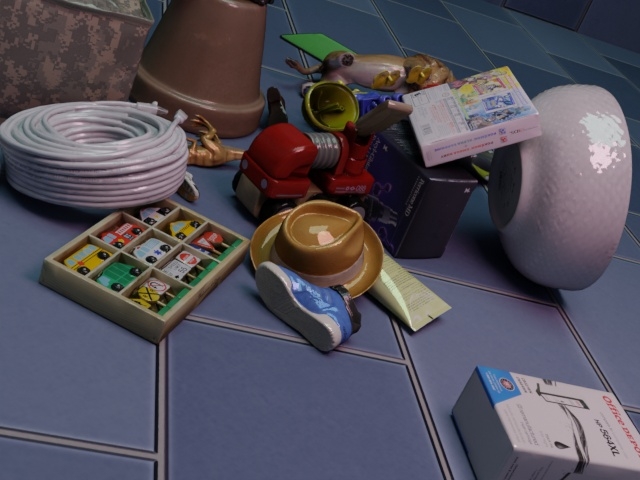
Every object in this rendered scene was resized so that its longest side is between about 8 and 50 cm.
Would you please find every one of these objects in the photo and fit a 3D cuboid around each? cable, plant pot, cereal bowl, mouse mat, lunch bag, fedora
[{"bbox_3d":[-0.313,-0.123,1.309,0.257,0.089,0.257,4,24,-9],"label":"cable"},{"bbox_3d":[-0.199,-0.344,1.683,0.263,0.229,0.263,18,26,-9],"label":"plant pot"},{"bbox_3d":[0.367,-0.089,1.540,0.141,0.339,0.339,3,30,-10],"label":"cereal bowl"},{"bbox_3d":[0.006,-0.478,2.328,0.152,0.007,0.189,35,28,23],"label":"mouse mat"},{"bbox_3d":[-0.424,-0.294,1.411,0.287,0.235,0.169,10,35,-24],"label":"lunch bag"},{"bbox_3d":[0.000,0.000,1.307,0.194,0.079,0.194,6,49,-7],"label":"fedora"}]

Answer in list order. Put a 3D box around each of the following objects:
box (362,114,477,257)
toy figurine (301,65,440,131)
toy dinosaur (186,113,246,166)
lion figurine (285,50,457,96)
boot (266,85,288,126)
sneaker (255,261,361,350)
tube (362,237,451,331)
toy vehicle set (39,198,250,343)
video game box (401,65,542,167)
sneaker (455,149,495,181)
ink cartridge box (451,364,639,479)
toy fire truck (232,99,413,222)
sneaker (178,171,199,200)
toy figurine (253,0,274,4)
[{"bbox_3d":[0.135,-0.090,1.550,0.108,0.153,0.207,0,34,-37],"label":"box"},{"bbox_3d":[0.046,-0.223,1.807,0.362,0.191,0.217,-17,15,-42],"label":"toy figurine"},{"bbox_3d":[-0.171,-0.145,1.544,0.211,0.064,0.112,-4,54,-26],"label":"toy dinosaur"},{"bbox_3d":[0.120,-0.363,2.062,0.392,0.142,0.240,16,20,-3],"label":"lion figurine"},{"bbox_3d":[-0.079,-0.233,1.774,0.037,0.106,0.114,-5,-1,0],"label":"boot"},{"bbox_3d":[-0.012,0.076,1.236,0.152,0.058,0.084,40,37,22],"label":"sneaker"},{"bbox_3d":[0.075,0.043,1.376,0.240,0.070,0.062,39,-8,23],"label":"tube"},{"bbox_3d":[-0.214,0.024,1.205,0.166,0.035,0.267,26,27,7],"label":"toy vehicle set"},{"bbox_3d":[0.238,-0.203,1.512,0.187,0.048,0.205,-17,31,6],"label":"video game box"},{"bbox_3d":[0.364,-0.208,1.974,0.111,0.121,0.300,32,28,19],"label":"sneaker"},{"bbox_3d":[0.279,0.241,1.126,0.203,0.086,0.148,12,28,-18],"label":"ink cartridge box"},{"bbox_3d":[0.012,-0.133,1.432,0.217,0.246,0.158,-2,35,-39],"label":"toy fire truck"},{"bbox_3d":[-0.204,-0.090,1.428,0.037,0.032,0.083,-9,41,-46],"label":"sneaker"},{"bbox_3d":[-0.158,-0.520,1.617,0.209,0.148,0.213,9,30,-25],"label":"toy figurine"}]
